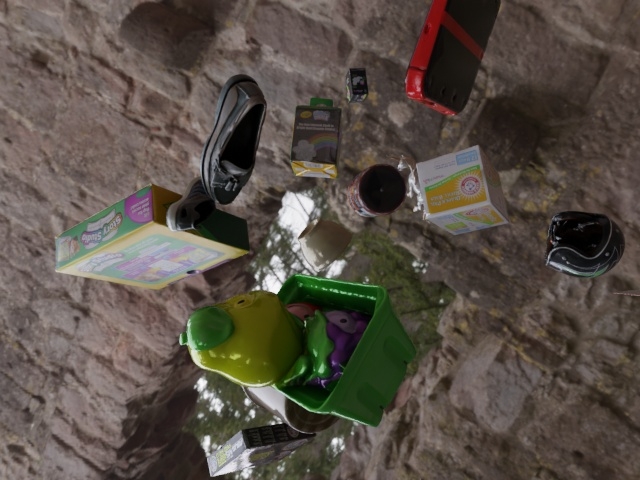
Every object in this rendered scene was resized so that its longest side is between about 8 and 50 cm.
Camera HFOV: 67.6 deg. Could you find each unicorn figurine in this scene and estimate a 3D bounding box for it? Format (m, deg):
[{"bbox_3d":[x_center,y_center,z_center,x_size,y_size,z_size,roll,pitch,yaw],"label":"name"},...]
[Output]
[{"bbox_3d":[0.224,-0.128,1.113,0.162,0.060,0.111,51,166,26],"label":"unicorn figurine"}]

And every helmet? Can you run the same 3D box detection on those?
[{"bbox_3d":[0.643,0.013,1.164,0.161,0.170,0.169,9,-164,19],"label":"helmet"}]

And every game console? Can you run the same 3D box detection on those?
[{"bbox_3d":[0.349,-0.514,1.239,0.060,0.342,0.386,23,-164,28],"label":"game console"}]

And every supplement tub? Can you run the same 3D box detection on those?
[{"bbox_3d":[0.114,-0.102,1.034,0.106,0.106,0.198,29,179,-4],"label":"supplement tub"}]

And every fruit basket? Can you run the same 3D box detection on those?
[{"bbox_3d":[-0.060,0.175,0.915,0.391,0.283,0.392,30,161,11],"label":"fruit basket"}]

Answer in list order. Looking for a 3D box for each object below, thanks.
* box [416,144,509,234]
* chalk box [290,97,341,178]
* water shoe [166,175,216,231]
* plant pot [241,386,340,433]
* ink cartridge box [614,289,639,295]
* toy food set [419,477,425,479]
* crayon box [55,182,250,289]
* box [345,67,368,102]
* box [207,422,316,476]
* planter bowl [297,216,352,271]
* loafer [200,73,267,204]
[{"bbox_3d":[0.266,-0.084,0.876,0.203,0.114,0.103,14,-115,-59],"label":"box"},{"bbox_3d":[-0.007,-0.300,1.365,0.132,0.213,0.132,5,169,5],"label":"chalk box"},{"bbox_3d":[-0.261,-0.076,1.044,0.080,0.073,0.203,6,-146,8],"label":"water shoe"},{"bbox_3d":[-0.055,0.388,1.370,0.323,0.324,0.280,19,-176,-26],"label":"plant pot"},{"bbox_3d":[0.776,0.126,0.988,0.232,0.066,0.189,-10,180,-12],"label":"ink cartridge box"},{"bbox_3d":[0.191,0.612,1.032,0.132,0.192,0.038,42,166,-28],"label":"toy food set"},{"bbox_3d":[-0.420,0.009,1.214,0.313,0.362,0.106,24,-130,-54],"label":"crayon box"},{"bbox_3d":[0.108,-0.464,1.435,0.052,0.084,0.062,-5,173,-11],"label":"box"},{"bbox_3d":[-0.180,0.639,1.480,0.270,0.216,0.060,11,-135,-43],"label":"box"},{"bbox_3d":[0.000,0.000,1.434,0.109,0.162,0.162,44,-160,-13],"label":"planter bowl"},{"bbox_3d":[-0.161,-0.167,0.891,0.096,0.268,0.084,-11,-133,-35],"label":"loafer"}]
